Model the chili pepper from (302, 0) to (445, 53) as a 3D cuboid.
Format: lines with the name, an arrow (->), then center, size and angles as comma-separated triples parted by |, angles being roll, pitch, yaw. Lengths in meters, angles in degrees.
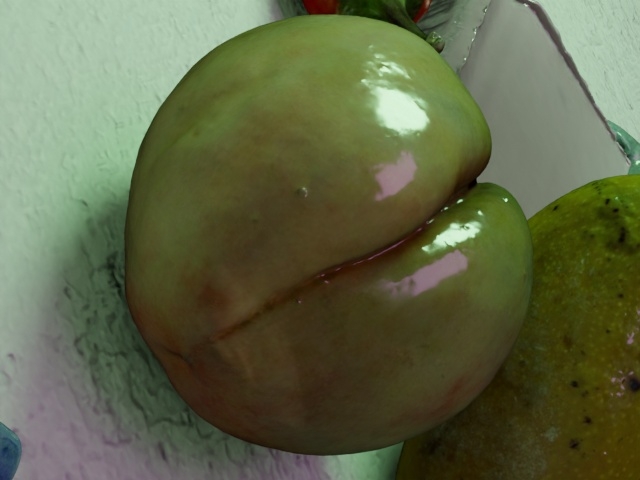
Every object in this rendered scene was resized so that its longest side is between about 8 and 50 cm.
chili pepper -> 0.040, -0.237, 1.288 | 0.134, 0.131, 0.338 | 68, 16, -52

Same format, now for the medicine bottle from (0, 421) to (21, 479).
medicine bottle -> -0.247, 0.057, 0.745 | 0.231, 0.059, 0.059 | 45, 38, -32

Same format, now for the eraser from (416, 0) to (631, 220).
eraser -> 0.147, -0.055, 1.347 | 0.272, 0.122, 0.359 | 55, 35, -23

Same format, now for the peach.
peach -> 0.001, 0.001, 0.988 | 0.292, 0.247, 0.292 | -4, 96, -39

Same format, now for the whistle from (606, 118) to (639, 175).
whistle -> 0.355, -0.051, 1.665 | 0.223, 0.123, 0.123 | 42, 38, -13

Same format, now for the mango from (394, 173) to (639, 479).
mango -> 0.169, 0.100, 1.118 | 0.176, 0.329, 0.175 | 14, 13, -16
